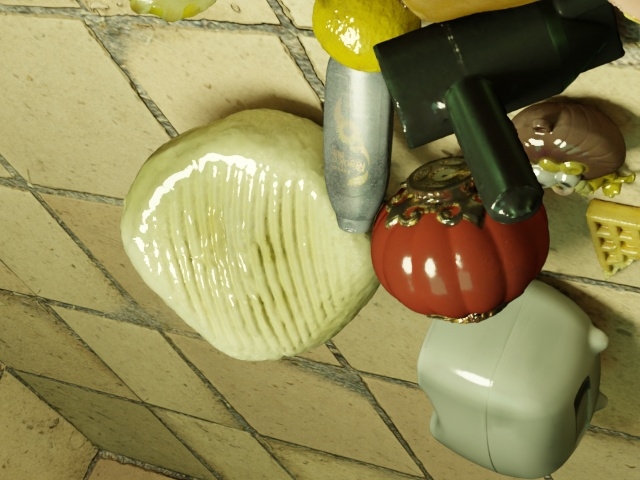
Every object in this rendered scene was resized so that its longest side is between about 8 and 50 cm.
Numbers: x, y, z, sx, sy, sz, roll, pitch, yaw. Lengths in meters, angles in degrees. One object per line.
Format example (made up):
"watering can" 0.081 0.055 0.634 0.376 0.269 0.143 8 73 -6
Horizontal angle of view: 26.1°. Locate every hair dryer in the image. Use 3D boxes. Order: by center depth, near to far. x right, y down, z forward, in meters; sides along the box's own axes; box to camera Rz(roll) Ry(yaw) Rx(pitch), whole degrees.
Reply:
"hair dryer" 0.199 -0.127 1.317 0.244 0.302 0.116 -20 130 6

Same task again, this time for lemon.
"lemon" 0.052 -0.237 1.495 0.133 0.109 0.109 24 157 -12

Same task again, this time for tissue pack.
"tissue pack" 0.286 0.204 2.004 0.236 0.229 0.333 18 155 21

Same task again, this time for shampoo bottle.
"shampoo bottle" 0.045 -0.119 1.675 0.087 0.049 0.234 15 122 22

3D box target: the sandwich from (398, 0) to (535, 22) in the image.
"sandwich" 0.115 -0.317 1.272 0.186 0.108 0.220 -4 141 49

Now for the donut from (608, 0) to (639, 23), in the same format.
"donut" 0.327 -0.266 1.193 0.233 0.085 0.199 1 144 43

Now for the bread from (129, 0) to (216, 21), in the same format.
"bread" -0.197 -0.308 1.620 0.157 0.094 0.083 24 153 -16

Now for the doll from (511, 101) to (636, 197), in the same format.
"doll" 0.293 -0.094 1.573 0.188 0.096 0.145 28 165 -29

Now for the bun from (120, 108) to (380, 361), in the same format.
"bun" -0.087 -0.022 1.874 0.352 0.227 0.349 -4 116 5

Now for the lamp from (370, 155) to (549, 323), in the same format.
"lamp" 0.175 0.005 1.720 0.227 0.227 0.227 21 156 10

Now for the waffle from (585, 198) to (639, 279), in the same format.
"waffle" 0.407 0.015 1.759 0.125 0.032 0.191 10 153 27
